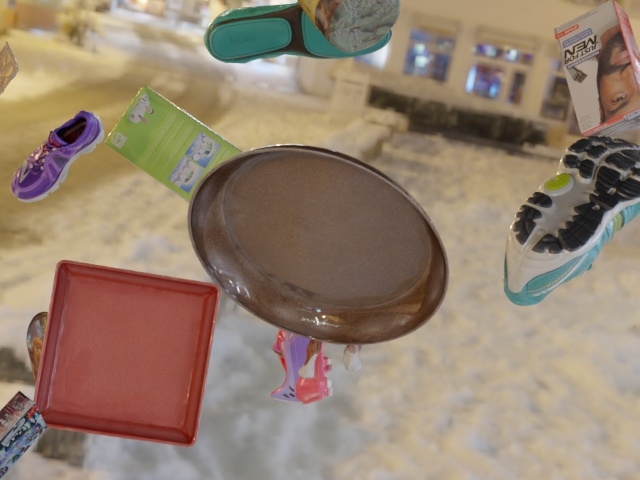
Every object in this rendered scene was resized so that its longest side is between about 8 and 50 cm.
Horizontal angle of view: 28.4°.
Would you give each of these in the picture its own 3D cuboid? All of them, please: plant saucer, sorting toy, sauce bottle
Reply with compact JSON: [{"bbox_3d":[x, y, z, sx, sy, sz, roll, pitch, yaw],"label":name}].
[{"bbox_3d":[-0.303,0.176,1.981,0.258,0.259,0.048,9,-3,-7],"label":"plant saucer"},{"bbox_3d":[0.000,0.000,1.454,0.310,0.310,0.050,12,48,9],"label":"plant saucer"},{"bbox_3d":[-0.426,-0.234,1.688,0.012,0.062,0.083,13,36,-44],"label":"sorting toy"},{"bbox_3d":[-0.021,-0.387,1.611,0.111,0.111,0.344,4,44,-45],"label":"sauce bottle"}]

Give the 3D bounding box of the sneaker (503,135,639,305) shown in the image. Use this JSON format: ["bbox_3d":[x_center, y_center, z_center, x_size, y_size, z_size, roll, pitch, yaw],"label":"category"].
[{"bbox_3d":[0.279,-0.026,1.362,0.107,0.110,0.275,36,50,25],"label":"sneaker"}]

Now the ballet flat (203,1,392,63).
[{"bbox_3d":[-0.032,-0.284,1.673,0.247,0.083,0.087,-5,26,-4],"label":"ballet flat"}]

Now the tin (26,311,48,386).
[{"bbox_3d":[-0.492,0.224,2.356,0.106,0.190,0.040,-26,-17,39],"label":"tin"}]

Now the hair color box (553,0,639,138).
[{"bbox_3d":[0.377,-0.224,1.681,0.093,0.167,0.053,-25,-28,30],"label":"hair color box"}]

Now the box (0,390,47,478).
[{"bbox_3d":[-0.371,0.242,1.436,0.027,0.137,0.094,35,-22,14],"label":"box"}]

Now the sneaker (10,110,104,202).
[{"bbox_3d":[-0.396,-0.131,1.863,0.068,0.170,0.071,41,-5,14],"label":"sneaker"}]

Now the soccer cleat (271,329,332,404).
[{"bbox_3d":[-0.031,0.130,1.928,0.095,0.248,0.083,-3,-27,0],"label":"soccer cleat"}]

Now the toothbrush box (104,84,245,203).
[{"bbox_3d":[-0.179,-0.111,2.071,0.283,0.122,0.206,33,0,20],"label":"toothbrush box"}]

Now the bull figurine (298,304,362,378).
[{"bbox_3d":[0.044,0.054,1.716,0.101,0.188,0.310,16,29,7],"label":"bull figurine"}]
